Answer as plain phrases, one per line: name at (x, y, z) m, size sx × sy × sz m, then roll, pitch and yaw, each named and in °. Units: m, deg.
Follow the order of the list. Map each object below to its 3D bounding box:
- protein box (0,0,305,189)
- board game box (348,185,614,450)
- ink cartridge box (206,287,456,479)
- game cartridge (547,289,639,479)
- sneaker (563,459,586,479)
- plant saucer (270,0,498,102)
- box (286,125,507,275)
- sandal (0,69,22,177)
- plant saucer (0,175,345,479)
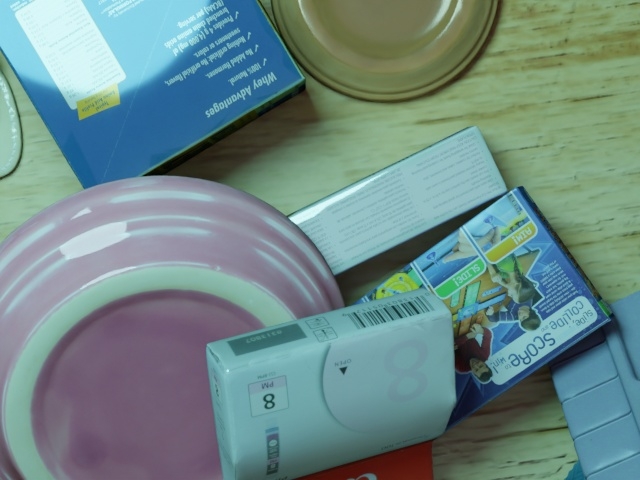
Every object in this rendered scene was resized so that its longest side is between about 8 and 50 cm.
protein box at (-0.146, -0.164, 1.290) m, size 0.200 × 0.136 × 0.201 m, roll -31°, pitch 92°, yaw 1°
board game box at (0.126, 0.066, 1.318) m, size 0.201 × 0.035 × 0.136 m, roll -36°, pitch 83°, yaw 16°
ink cartridge box at (0.016, 0.165, 1.251) m, size 0.189 × 0.066 × 0.232 m, roll -14°, pitch 116°, yaw -16°
game cartridge at (0.364, 0.098, 1.232) m, size 0.355 × 0.230 × 0.068 m, roll -27°, pitch 134°, yaw 16°
sneaker at (0.251, 0.247, 1.341) m, size 0.092 × 0.087 × 0.229 m, roll 31°, pitch 98°, yaw -9°
plant saucer at (0.056, -0.219, 1.339) m, size 0.200 × 0.037 × 0.200 m, roll 0°, pitch 93°, yaw 0°
box at (0.000, 0.000, 1.334) m, size 0.324 × 0.063 × 0.067 m, roll -27°, pitch 93°, yaw 1°
sandal at (-0.326, -0.163, 1.318) m, size 0.088 × 0.079 × 0.240 m, roll -19°, pitch 92°, yaw 1°
plant saucer at (-0.131, 0.114, 1.262) m, size 0.332 × 0.084 × 0.332 m, roll -6°, pitch 117°, yaw -12°
